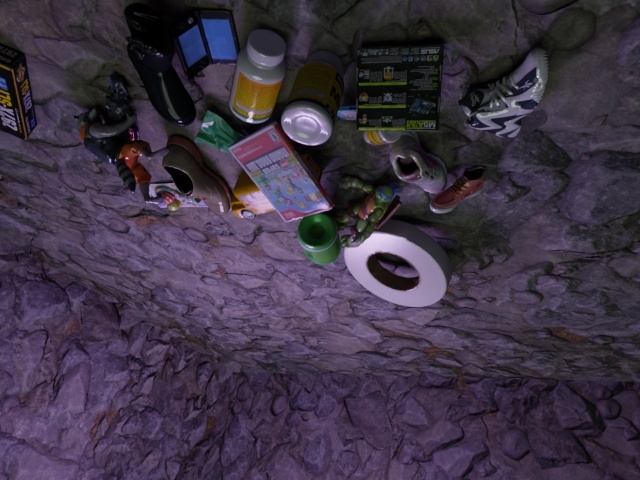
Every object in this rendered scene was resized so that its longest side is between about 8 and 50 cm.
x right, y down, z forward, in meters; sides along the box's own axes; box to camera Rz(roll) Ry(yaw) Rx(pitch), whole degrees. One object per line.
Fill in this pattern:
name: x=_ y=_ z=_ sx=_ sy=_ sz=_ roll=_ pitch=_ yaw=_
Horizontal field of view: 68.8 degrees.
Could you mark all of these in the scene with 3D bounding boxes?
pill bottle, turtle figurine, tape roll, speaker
pill bottle: x=-0.149 y=-0.392 z=1.124 sx=0.117 sy=0.118 sz=0.208 roll=19 pitch=147 yaw=-9
turtle figurine: x=0.093 y=-0.085 z=1.445 sx=0.198 sy=0.274 sz=0.266 roll=48 pitch=152 yaw=9
tape roll: x=0.269 y=0.086 z=1.658 sx=0.391 sy=0.072 sz=0.392 roll=22 pitch=145 yaw=16
pill bottle: x=0.155 y=-0.278 z=1.202 sx=0.065 sy=0.065 sz=0.116 roll=26 pitch=176 yaw=-19
speaker: x=0.000 y=0.000 z=1.522 sx=0.131 sy=0.131 sz=0.296 roll=9 pitch=168 yaw=7
pill bottle: x=-0.010 y=-0.332 z=1.076 sx=0.119 sy=0.209 sz=0.119 roll=10 pitch=148 yaw=6

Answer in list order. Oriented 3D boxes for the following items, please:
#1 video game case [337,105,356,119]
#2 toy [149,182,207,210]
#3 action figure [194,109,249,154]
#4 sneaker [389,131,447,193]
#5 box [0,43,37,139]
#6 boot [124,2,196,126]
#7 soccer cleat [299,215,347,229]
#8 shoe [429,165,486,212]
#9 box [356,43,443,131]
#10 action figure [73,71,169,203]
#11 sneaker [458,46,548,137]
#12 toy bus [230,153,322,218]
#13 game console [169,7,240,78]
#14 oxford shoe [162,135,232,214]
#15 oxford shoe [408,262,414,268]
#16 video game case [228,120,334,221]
video game case: x=0.122 y=-0.318 z=1.168 sx=0.166 sy=0.015 sz=0.119 roll=4 pitch=-175 yaw=15
toy: x=-0.543 y=-0.149 z=1.711 sx=0.237 sy=0.056 sz=0.137 roll=-2 pitch=144 yaw=23
action figure: x=-0.242 y=-0.285 z=1.376 sx=0.232 sy=0.064 sz=0.137 roll=28 pitch=144 yaw=-14
sneaker: x=0.259 y=-0.196 z=1.279 sx=0.102 sy=0.111 sz=0.252 roll=-20 pitch=135 yaw=42
box: x=-0.997 y=-0.465 z=1.372 sx=0.256 sy=0.080 sz=0.322 roll=21 pitch=147 yaw=-15
boot: x=-0.372 y=-0.399 z=1.094 sx=0.247 sy=0.094 sz=0.207 roll=59 pitch=162 yaw=-11
soccer cleat: x=0.005 y=-0.065 z=1.635 sx=0.178 sy=0.060 sz=0.072 roll=13 pitch=159 yaw=0
shoe: x=0.382 y=-0.145 z=1.297 sx=0.177 sy=0.063 sz=0.081 roll=-26 pitch=145 yaw=-15
box: x=0.176 y=-0.341 z=1.056 sx=0.190 sy=0.045 sz=0.184 roll=3 pitch=111 yaw=15
action figure: x=-0.593 y=-0.295 z=1.362 sx=0.330 sy=0.178 sz=0.341 roll=35 pitch=146 yaw=15
sneaker: x=0.393 y=-0.325 z=1.041 sx=0.152 sy=0.094 sz=0.235 roll=3 pitch=158 yaw=1
toy bus: x=-0.156 y=-0.166 z=1.486 sx=0.332 sy=0.108 sz=0.130 roll=-9 pitch=141 yaw=32
game console: x=-0.267 y=-0.458 z=1.101 sx=0.085 sy=0.124 sz=0.144 roll=32 pitch=154 yaw=22
oxford shoe: x=-0.412 y=-0.177 z=1.546 sx=0.122 sy=0.130 sz=0.348 roll=-4 pitch=144 yaw=26
oxford shoe: x=0.408 y=0.099 z=1.712 sx=0.096 sy=0.083 sz=0.227 roll=-18 pitch=137 yaw=37
video game case: x=-0.112 y=-0.182 z=1.323 sx=0.204 sy=0.025 sz=0.285 roll=-13 pitch=123 yaw=44
